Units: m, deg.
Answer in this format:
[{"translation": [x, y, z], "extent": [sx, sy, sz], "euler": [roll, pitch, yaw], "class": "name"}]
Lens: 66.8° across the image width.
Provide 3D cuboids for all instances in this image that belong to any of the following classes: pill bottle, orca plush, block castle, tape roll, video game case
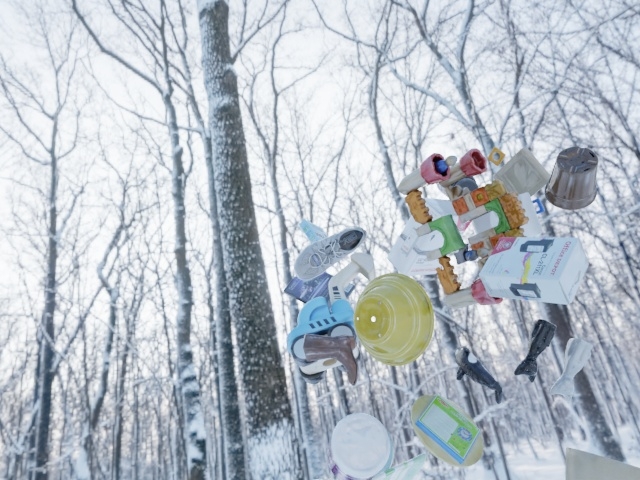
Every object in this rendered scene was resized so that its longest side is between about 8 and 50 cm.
[{"translation": [0.544, -0.217, 1.921], "extent": [0.122, 0.123, 0.219], "euler": [-10, 18, 1], "class": "pill bottle"}, {"translation": [0.536, 0.478, 1.713], "extent": [0.102, 0.287, 0.151], "euler": [-39, -59, 3], "class": "orca plush"}, {"translation": [0.104, 0.633, 1.452], "extent": [0.169, 0.170, 0.302], "euler": [-6, -32, -7], "class": "pill bottle"}, {"translation": [0.459, -0.045, 1.451], "extent": [0.302, 0.454, 0.212], "euler": [-14, -10, -41], "class": "block castle"}, {"translation": [0.725, -0.071, 1.913], "extent": [0.245, 0.169, 0.246], "euler": [-19, -3, -1], "class": "tape roll"}, {"translation": [-0.005, 0.225, 2.244], "extent": [0.274, 0.196, 0.026], "euler": [23, -37, 25], "class": "video game case"}]

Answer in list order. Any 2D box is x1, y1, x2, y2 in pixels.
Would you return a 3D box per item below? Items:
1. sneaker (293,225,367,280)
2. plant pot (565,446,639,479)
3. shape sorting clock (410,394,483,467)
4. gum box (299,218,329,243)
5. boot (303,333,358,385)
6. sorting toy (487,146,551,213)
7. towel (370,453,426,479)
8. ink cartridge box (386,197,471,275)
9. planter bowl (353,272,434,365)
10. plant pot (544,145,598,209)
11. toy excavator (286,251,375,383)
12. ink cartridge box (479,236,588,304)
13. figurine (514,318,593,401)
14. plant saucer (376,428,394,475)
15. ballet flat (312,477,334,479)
[{"translation": [0.031, 0.028, 1.599], "extent": [0.281, 0.105, 0.115], "euler": [-35, -1, -12], "class": "sneaker"}, {"translation": [0.643, 0.626, 1.033], "extent": [0.256, 0.274, 0.256], "euler": [17, -17, 5], "class": "plant pot"}, {"translation": [0.329, 0.493, 1.268], "extent": [0.206, 0.206, 0.040], "euler": [3, -51, -25], "class": "shape sorting clock"}, {"translation": [0.000, 0.000, 2.172], "extent": [0.041, 0.184, 0.157], "euler": [-44, -32, 14], "class": "gum box"}, {"translation": [0.017, 0.241, 0.979], "extent": [0.114, 0.107, 0.037], "euler": [4, -26, -22], "class": "boot"}, {"translation": [0.865, -0.273, 2.080], "extent": [0.047, 0.348, 0.196], "euler": [-18, -23, -40], "class": "sorting toy"}, {"translation": [0.184, 0.820, 1.596], "extent": [0.324, 0.038, 0.248], "euler": [-14, -41, -21], "class": "towel"}, {"translation": [0.406, -0.009, 1.804], "extent": [0.207, 0.117, 0.283], "euler": [-1, -52, -40], "class": "ink cartridge box"}, {"translation": [0.143, 0.180, 1.114], "extent": [0.217, 0.217, 0.090], "euler": [-28, -23, 35], "class": "planter bowl"}, {"translation": [0.858, -0.218, 1.648], "extent": [0.166, 0.167, 0.165], "euler": [-14, -38, 10], "class": "plant pot"}, {"translation": [0.056, 0.278, 1.924], "extent": [0.432, 0.446, 0.222], "euler": [-17, -38, -1], "class": "toy excavator"}, {"translation": [0.450, 0.058, 1.028], "extent": [0.175, 0.127, 0.072], "euler": [0, -48, 50], "class": "ink cartridge box"}, {"translation": [0.787, 0.409, 1.640], "extent": [0.214, 0.210, 0.092], "euler": [28, -12, 8], "class": "figurine"}, {"translation": [0.251, 0.855, 1.958], "extent": [0.037, 0.195, 0.195], "euler": [16, -32, -20], "class": "plant saucer"}, {"translation": [-0.031, 0.865, 1.689], "extent": [0.168, 0.052, 0.057], "euler": [-30, 7, 4], "class": "ballet flat"}]
